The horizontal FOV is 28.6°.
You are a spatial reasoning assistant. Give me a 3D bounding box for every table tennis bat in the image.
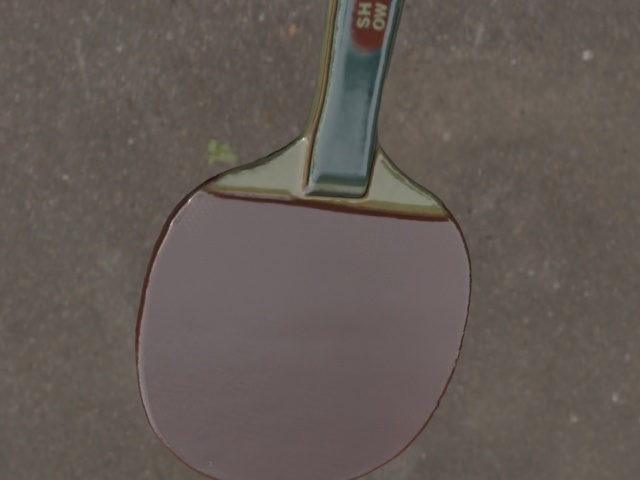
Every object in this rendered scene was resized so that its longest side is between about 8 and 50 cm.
[{"bbox_3d":[0.000,0.000,0.565,0.154,0.021,0.274,5,114,-13],"label":"table tennis bat"}]
